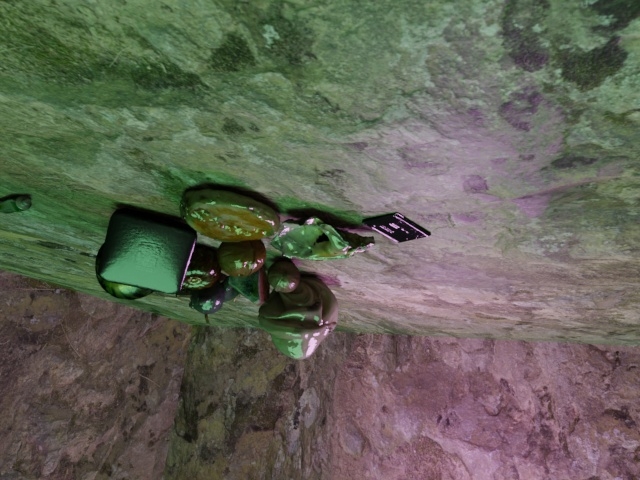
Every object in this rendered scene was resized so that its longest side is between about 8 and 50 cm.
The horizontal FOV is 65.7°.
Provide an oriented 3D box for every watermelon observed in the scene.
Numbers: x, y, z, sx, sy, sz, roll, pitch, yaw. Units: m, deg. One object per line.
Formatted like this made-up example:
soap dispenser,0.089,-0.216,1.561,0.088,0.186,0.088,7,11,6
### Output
watermelon,-0.724,0.101,1.908,0.269,0.268,0.269,6,162,2
watermelon,-0.284,0.190,2.138,0.140,0.192,0.256,2,162,14

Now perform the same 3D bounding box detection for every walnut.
walnut,-0.280,0.049,1.765,0.167,0.167,0.207,16,161,-26
walnut,-0.152,0.149,2.054,0.140,0.140,0.162,10,151,-8

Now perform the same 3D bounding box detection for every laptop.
laptop,0.238,-0.036,1.538,0.135,0.016,0.197,-12,154,42

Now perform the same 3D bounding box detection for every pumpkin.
pumpkin,-0.509,0.104,2.041,0.219,0.162,0.219,-8,142,-6

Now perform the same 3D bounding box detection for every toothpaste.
toothpaste,-1.072,-0.123,1.723,0.248,0.046,0.078,-4,155,36

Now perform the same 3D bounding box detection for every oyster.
oyster,0.000,-0.010,1.569,0.275,0.100,0.271,-15,150,36

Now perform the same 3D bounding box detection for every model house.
model house,-0.539,0.187,2.291,0.248,0.176,0.181,4,165,-24

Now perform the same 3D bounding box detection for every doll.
doll,-0.440,0.202,2.211,0.158,0.340,0.246,53,142,0

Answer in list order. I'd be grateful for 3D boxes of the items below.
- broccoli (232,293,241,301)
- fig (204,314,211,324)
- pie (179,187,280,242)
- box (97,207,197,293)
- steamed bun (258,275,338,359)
broccoli,-0.449,0.275,2.613,0.095,0.092,0.097,17,-167,5
fig,-0.560,0.288,2.445,0.159,0.257,0.159,-8,168,-2
pie,-0.280,-0.074,1.529,0.339,0.077,0.339,5,158,2
box,-0.602,0.043,1.734,0.290,0.288,0.073,14,-156,-20
steamed bun,-0.092,0.308,2.248,0.342,0.368,0.255,33,144,23
